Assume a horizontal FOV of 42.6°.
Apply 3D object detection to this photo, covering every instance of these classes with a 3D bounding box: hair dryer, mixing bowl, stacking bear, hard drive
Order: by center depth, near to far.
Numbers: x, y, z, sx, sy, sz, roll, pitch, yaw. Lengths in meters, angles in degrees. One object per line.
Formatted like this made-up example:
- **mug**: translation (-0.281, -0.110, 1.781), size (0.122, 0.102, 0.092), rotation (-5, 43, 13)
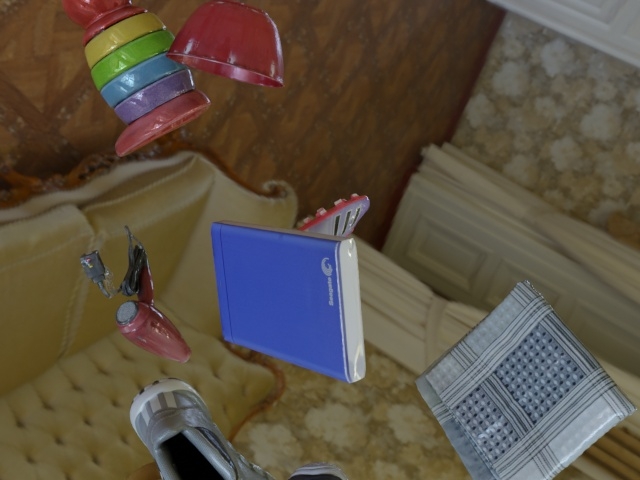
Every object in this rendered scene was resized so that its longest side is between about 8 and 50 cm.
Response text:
- **mixing bowl**: translation (-0.130, -0.297, 1.219), size (0.181, 0.182, 0.098), rotation (6, 99, -70)
- **hard drive**: translation (-0.059, 0.085, 1.287), size (0.040, 0.319, 0.210), rotation (-15, 105, -39)
- **stacking bear**: translation (-0.314, -0.311, 1.333), size (0.175, 0.289, 0.164), rotation (-34, -171, -28)
- **hair dryer**: translation (-0.333, 0.114, 1.603), size (0.080, 0.293, 0.223), rotation (-22, -171, 21)

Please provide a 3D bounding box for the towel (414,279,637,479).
- **towel**: translation (0.350, 0.284, 1.497), size (0.056, 0.312, 0.324), rotation (10, 128, -51)

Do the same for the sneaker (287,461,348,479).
- **sneaker**: translation (-0.065, 0.430, 1.123), size (0.268, 0.101, 0.153), rotation (-45, -165, 12)

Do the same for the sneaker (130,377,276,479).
- **sneaker**: translation (-0.086, 0.235, 0.728), size (0.086, 0.228, 0.132), rotation (-39, -159, -6)

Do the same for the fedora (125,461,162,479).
- **fedora**: translation (-0.284, 0.445, 1.452), size (0.194, 0.079, 0.194), rotation (-16, 138, -16)

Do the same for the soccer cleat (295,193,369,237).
- **soccer cleat**: translation (0.000, 0.000, 1.459), size (0.248, 0.095, 0.083), rotation (-32, -174, -30)
